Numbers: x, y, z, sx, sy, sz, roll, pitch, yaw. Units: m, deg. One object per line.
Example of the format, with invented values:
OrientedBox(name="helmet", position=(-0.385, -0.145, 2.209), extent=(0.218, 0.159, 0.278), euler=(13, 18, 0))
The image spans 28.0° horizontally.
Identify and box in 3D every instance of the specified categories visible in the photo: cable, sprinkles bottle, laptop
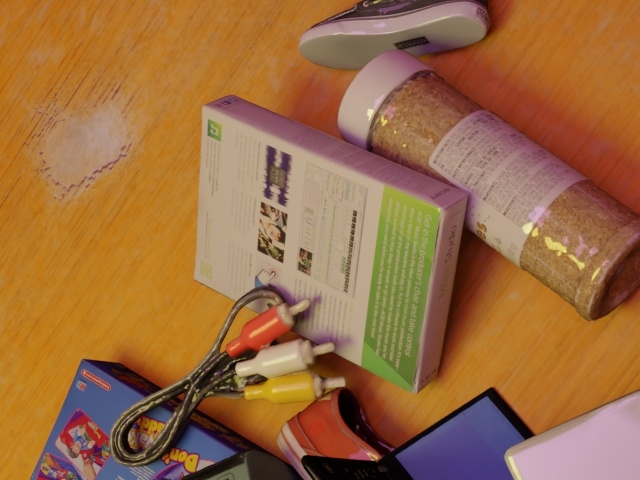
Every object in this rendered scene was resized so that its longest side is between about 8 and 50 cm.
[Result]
OrientedBox(name="cable", position=(-0.120, 0.148, 1.406), extent=(0.287, 0.072, 0.139), euler=(-24, 86, 7))
OrientedBox(name="sprinkles bottle", position=(0.179, -0.064, 1.337), extent=(0.355, 0.121, 0.121), euler=(39, 100, 28))
OrientedBox(name="laptop", position=(0.147, 0.257, 1.213), extent=(0.136, 0.264, 0.234), euler=(-46, 64, 11))

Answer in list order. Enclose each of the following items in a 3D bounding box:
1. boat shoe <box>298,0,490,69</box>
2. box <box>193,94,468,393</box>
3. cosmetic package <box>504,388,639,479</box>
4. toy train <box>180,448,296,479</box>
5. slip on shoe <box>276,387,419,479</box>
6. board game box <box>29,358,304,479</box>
OrientedBox(name="boat shoe", position=(0.083, -0.253, 1.453), extent=(0.228, 0.080, 0.076), euler=(-9, 60, 30))
OrientedBox(name="box", position=(0.000, 0.000, 1.399), extent=(0.322, 0.058, 0.232), euler=(27, 126, 30))
OrientedBox(name="cosmetic package", position=(0.357, 0.339, 1.087), extent=(0.230, 0.161, 0.453), euler=(-25, 79, 7))
OrientedBox(name="toy train", position=(-0.146, 0.355, 1.349), extent=(0.334, 0.142, 0.190), euler=(-28, 58, 23))
OrientedBox(name="slip on shoe", position=(0.088, 0.276, 1.334), extent=(0.101, 0.123, 0.331), euler=(-51, 58, 7))
OrientedBox(name="board game box", position=(-0.179, 0.316, 1.487), extent=(0.347, 0.078, 0.233), euler=(26, 94, 29))
